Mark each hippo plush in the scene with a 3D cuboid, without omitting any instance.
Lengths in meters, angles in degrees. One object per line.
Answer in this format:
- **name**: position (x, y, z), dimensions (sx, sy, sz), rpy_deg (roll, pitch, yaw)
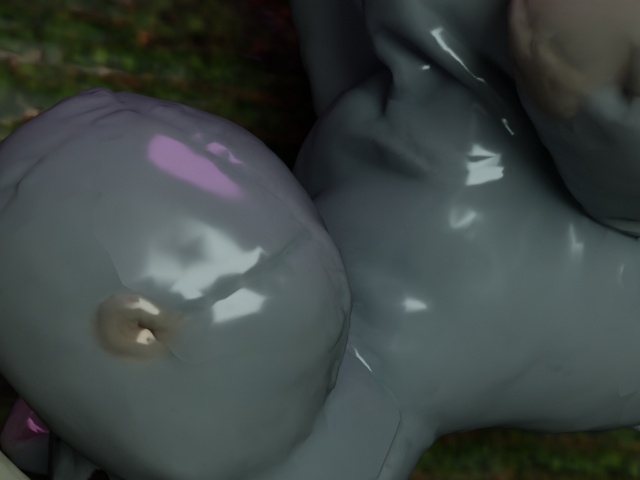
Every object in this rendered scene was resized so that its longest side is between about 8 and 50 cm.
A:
- **hippo plush**: position (0.000, 0.000, 0.531), dimensions (0.236, 0.234, 0.294), rpy_deg (-30, 135, -12)

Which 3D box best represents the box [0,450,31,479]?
- **box**: position (-0.210, 0.011, 0.443), dimensions (0.275, 0.113, 0.094), rpy_deg (47, 62, -11)
